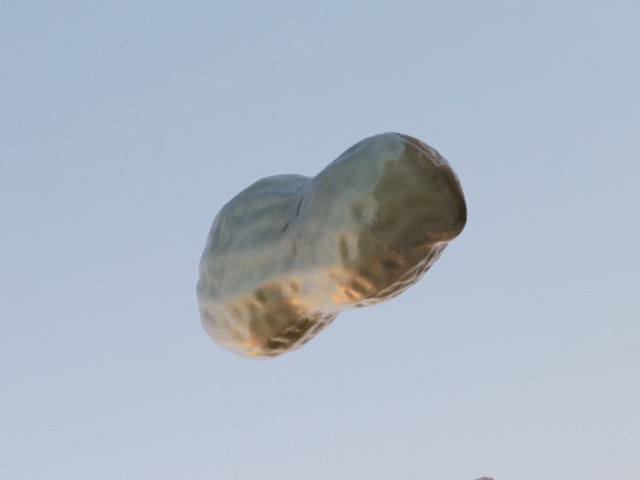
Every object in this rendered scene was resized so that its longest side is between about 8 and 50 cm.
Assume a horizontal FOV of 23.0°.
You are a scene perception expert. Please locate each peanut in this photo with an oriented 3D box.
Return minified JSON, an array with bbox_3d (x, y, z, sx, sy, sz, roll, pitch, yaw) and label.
[{"bbox_3d":[0.000,0.000,1.098,0.123,0.123,0.257,-26,-6,-44],"label":"peanut"}]

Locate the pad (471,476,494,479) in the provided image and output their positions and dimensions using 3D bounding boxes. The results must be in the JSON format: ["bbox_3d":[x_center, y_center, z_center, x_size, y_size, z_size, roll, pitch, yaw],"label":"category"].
[{"bbox_3d":[0.083,0.281,1.174,0.156,0.004,0.232,-18,-62,3],"label":"pad"}]
